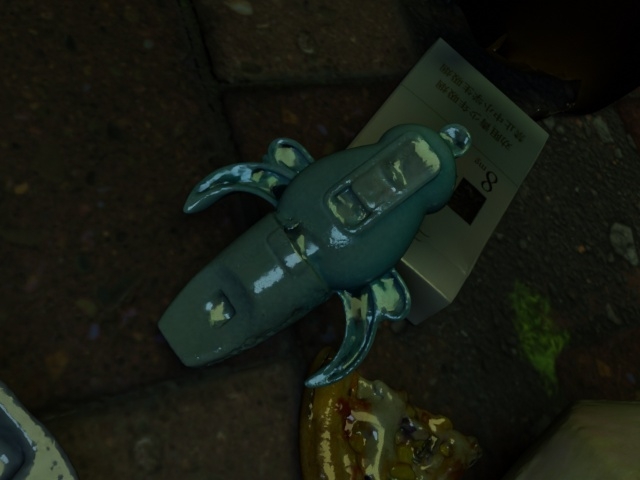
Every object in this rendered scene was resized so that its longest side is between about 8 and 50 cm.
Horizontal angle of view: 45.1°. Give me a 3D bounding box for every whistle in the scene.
[{"bbox_3d":[0.000,0.000,0.578,0.274,0.093,0.186,-36,81,1],"label":"whistle"}]

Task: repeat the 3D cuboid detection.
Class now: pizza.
[{"bbox_3d":[0.064,0.184,0.610,0.176,0.036,0.185,12,64,-21],"label":"pizza"}]

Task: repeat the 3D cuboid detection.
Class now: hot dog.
[{"bbox_3d":[0.234,-0.236,0.800,0.326,0.194,0.107,33,22,-56],"label":"hot dog"}]

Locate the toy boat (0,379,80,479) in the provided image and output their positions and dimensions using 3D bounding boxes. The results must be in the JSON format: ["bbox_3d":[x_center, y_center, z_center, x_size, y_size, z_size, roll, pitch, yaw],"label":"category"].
[{"bbox_3d":[-0.259,0.116,0.458,0.283,0.078,0.127,36,56,-8],"label":"toy boat"}]

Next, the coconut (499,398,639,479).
[{"bbox_3d":[0.265,0.259,0.519,0.352,0.352,0.353,10,64,-22],"label":"coconut"}]

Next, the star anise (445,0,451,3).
[{"bbox_3d":[0.212,-0.368,0.884,0.218,0.148,0.228,19,50,-20],"label":"star anise"}]

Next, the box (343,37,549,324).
[{"bbox_3d":[0.099,-0.061,0.720,0.155,0.067,0.243,41,57,-2],"label":"box"}]
